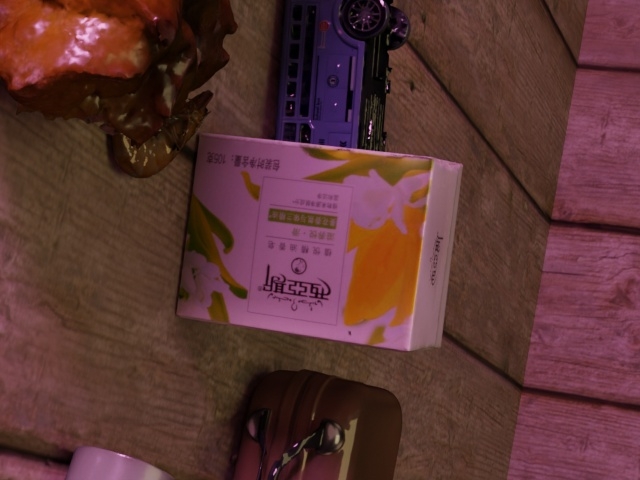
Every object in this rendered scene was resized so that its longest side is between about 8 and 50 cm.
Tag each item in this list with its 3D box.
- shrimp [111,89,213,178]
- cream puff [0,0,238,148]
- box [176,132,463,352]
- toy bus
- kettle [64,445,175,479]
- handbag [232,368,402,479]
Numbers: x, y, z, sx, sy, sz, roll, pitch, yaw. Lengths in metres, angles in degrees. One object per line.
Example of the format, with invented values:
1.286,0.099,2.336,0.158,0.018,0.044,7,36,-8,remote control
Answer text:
-0.153,-0.122,1.505,0.162,0.045,0.095,-49,120,-48,shrimp
-0.164,-0.184,1.271,0.269,0.155,0.241,-61,160,-48,cream puff
0.000,0.000,1.616,0.111,0.261,0.194,4,93,-70,box
0.017,-0.152,1.793,0.125,0.133,0.292,0,94,-74,toy bus
-0.205,0.270,1.430,0.098,0.127,0.148,33,65,-32,kettle
-0.021,0.292,1.824,0.283,0.149,0.301,42,60,-68,handbag
